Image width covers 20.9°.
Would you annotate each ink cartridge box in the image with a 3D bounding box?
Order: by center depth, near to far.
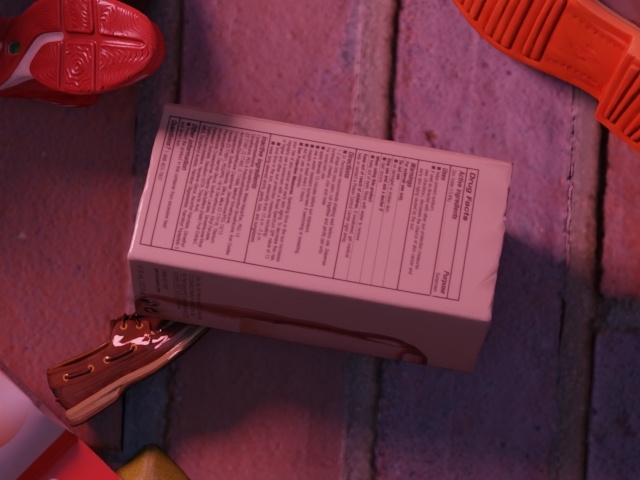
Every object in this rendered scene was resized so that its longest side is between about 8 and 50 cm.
[{"bbox_3d":[-0.283,0.201,1.497,0.145,0.045,0.179,-45,93,1],"label":"ink cartridge box"}]

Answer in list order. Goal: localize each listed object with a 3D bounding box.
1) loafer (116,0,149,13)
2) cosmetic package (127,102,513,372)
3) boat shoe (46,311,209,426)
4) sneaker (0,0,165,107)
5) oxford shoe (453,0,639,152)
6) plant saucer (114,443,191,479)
[{"bbox_3d":[-0.249,-0.349,1.460,0.134,0.130,0.366,-30,91,3],"label":"loafer"},{"bbox_3d":[0.000,0.000,1.448,0.296,0.129,0.153,11,65,3],"label":"cosmetic package"},{"bbox_3d":[-0.161,0.091,1.513,0.178,0.064,0.060,-35,93,6],"label":"boat shoe"},{"bbox_3d":[-0.196,-0.157,1.458,0.221,0.128,0.087,4,92,32],"label":"sneaker"},{"bbox_3d":[0.226,-0.213,1.473,0.363,0.130,0.133,43,61,6],"label":"oxford shoe"},{"bbox_3d":[-0.156,0.310,1.533,0.188,0.045,0.188,-43,91,3],"label":"plant saucer"}]
